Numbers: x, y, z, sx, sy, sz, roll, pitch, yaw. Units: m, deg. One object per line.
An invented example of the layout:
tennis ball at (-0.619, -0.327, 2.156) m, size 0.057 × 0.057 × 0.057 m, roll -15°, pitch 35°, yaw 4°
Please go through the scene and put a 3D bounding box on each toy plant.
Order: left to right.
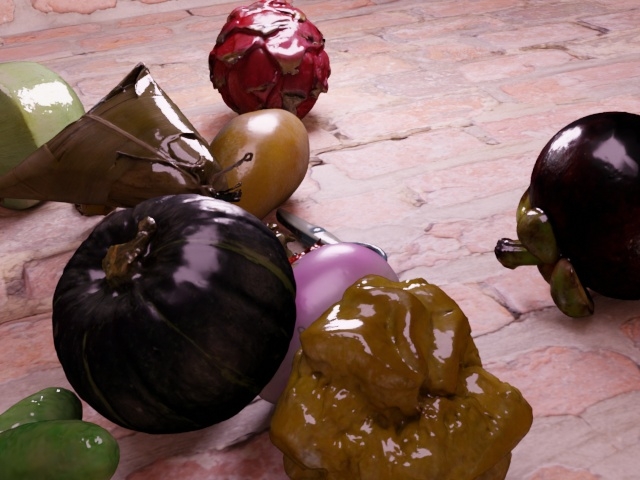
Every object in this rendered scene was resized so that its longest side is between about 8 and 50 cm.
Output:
toy plant at (-0.417, 0.282, 0.975) m, size 0.356 × 0.211 × 0.317 m, roll -10°, pitch 2°, yaw -22°

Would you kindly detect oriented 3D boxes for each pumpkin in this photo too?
pumpkin at (-0.187, 0.091, 1.122) m, size 0.323 × 0.241 × 0.323 m, roll -20°, pitch 51°, yaw 26°

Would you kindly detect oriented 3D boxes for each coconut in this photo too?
coconut at (-0.658, -0.224, 1.876) m, size 0.281 × 0.329 × 0.328 m, roll 28°, pitch 38°, yaw 16°

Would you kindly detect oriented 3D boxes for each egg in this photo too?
egg at (0.004, 0.122, 1.258) m, size 0.196 × 0.196 × 0.271 m, roll 16°, pitch 44°, yaw 31°

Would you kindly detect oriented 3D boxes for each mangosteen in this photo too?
mangosteen at (0.473, -0.046, 1.417) m, size 0.329 × 0.330 × 0.330 m, roll -3°, pitch 28°, yaw 2°

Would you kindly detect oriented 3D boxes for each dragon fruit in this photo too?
dragon fruit at (-0.130, -0.448, 2.213) m, size 0.329 × 0.329 × 0.329 m, roll -3°, pitch 28°, yaw 2°

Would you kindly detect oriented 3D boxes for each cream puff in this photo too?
cream puff at (0.108, 0.185, 1.059) m, size 0.269 × 0.275 × 0.323 m, roll 12°, pitch 32°, yaw 38°

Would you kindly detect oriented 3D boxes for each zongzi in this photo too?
zongzi at (-0.351, -0.082, 1.550) m, size 0.418 × 0.181 × 0.447 m, roll -34°, pitch 50°, yaw -11°

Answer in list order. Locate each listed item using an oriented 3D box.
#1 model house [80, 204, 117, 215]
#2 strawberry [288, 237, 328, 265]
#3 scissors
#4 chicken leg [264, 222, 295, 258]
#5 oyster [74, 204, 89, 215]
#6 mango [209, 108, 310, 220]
model house at (-0.373, -0.131, 1.797) m, size 0.135 × 0.220 × 0.207 m, roll 17°, pitch -5°, yaw 19°
strawberry at (-0.010, 0.078, 1.419) m, size 0.131 × 0.131 × 0.148 m, roll -10°, pitch 30°, yaw -11°
scissors at (0.000, 0.000, 1.648) m, size 0.138 × 0.041 × 0.289 m, roll -18°, pitch 34°, yaw -32°
chicken leg at (-0.148, 0.076, 1.446) m, size 0.201 × 0.153 × 0.429 m, roll 18°, pitch 26°, yaw 12°
oyster at (-0.505, -0.089, 1.886) m, size 0.132 × 0.029 × 0.086 m, roll 17°, pitch 35°, yaw 30°
mango at (-0.134, -0.144, 1.753) m, size 0.221 × 0.199 × 0.384 m, roll -40°, pitch 16°, yaw 31°
